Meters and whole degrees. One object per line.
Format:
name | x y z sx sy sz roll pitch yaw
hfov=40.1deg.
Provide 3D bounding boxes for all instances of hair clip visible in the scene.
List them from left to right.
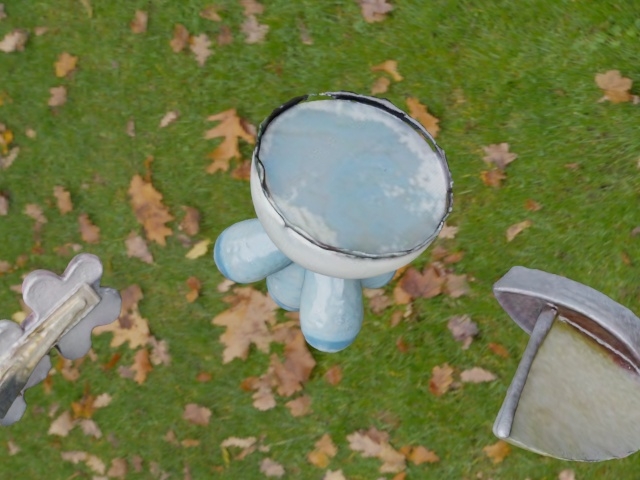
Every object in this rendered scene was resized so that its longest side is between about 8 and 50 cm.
hair clip | -0.354 0.127 1.075 0.075 0.257 0.146 16 148 42

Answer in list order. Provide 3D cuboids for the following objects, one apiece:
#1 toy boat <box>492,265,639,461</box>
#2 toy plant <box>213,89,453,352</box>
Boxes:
toy boat | 0.351 0.185 1.185 0.276 0.294 0.111 20 141 -10
toy plant | 0.000 0.000 1.085 0.247 0.247 0.332 45 149 13
